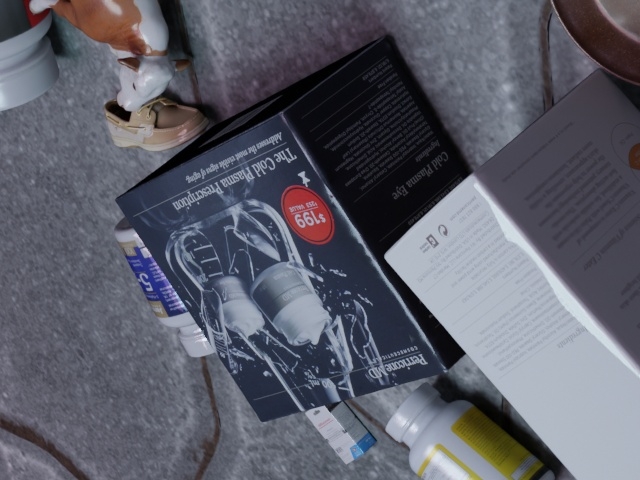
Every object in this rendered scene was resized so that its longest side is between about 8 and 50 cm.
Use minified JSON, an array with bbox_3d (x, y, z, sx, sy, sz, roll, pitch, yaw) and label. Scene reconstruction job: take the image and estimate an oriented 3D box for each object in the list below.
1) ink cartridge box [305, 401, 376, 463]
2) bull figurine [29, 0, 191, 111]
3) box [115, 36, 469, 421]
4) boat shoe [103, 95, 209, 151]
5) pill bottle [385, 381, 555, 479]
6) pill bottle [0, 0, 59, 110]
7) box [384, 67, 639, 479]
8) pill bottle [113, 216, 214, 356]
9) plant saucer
[{"bbox_3d":[0.025,0.233,2.130,0.083,0.028,0.048,51,142,0],"label":"ink cartridge box"},{"bbox_3d":[-0.258,-0.299,1.925,0.188,0.101,0.310,14,130,40],"label":"bull figurine"},{"bbox_3d":[0.000,0.000,1.844,0.343,0.179,0.312,-23,104,52],"label":"box"},{"bbox_3d":[-0.201,-0.145,2.024,0.170,0.063,0.059,1,126,46],"label":"boat shoe"},{"bbox_3d":[0.167,0.247,1.937,0.184,0.103,0.103,40,141,14],"label":"pill bottle"},{"bbox_3d":[-0.413,-0.306,2.027,0.161,0.161,0.283,12,128,39],"label":"pill bottle"},{"bbox_3d":[0.266,0.056,1.546,0.345,0.215,0.168,49,142,3],"label":"box"},{"bbox_3d":[-0.166,0.043,2.101,0.112,0.112,0.187,-7,114,48],"label":"pill bottle"},{"bbox_3d":[0.287,-0.227,1.485,0.198,0.036,0.199,27,136,29],"label":"plant saucer"}]
